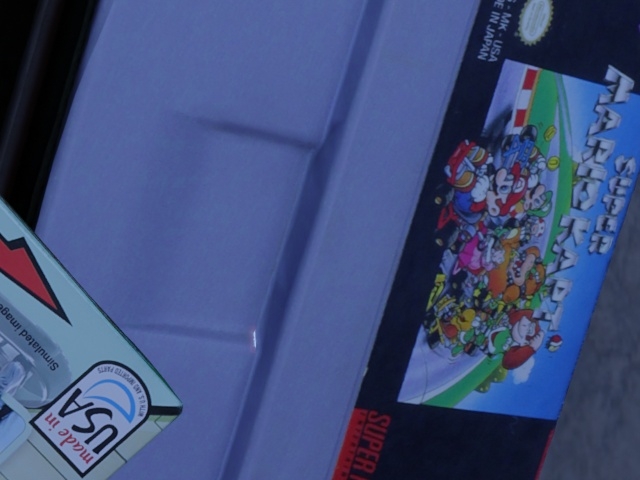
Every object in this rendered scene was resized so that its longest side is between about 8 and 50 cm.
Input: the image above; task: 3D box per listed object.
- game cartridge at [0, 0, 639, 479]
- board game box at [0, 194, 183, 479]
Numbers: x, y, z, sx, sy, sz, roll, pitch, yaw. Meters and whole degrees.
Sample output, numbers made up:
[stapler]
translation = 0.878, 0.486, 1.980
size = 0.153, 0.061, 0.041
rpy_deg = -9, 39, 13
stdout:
[game cartridge]
translation = 0.000, 0.000, 0.642
size = 0.230, 0.068, 0.355
rpy_deg = 11, 101, -34
[board game box]
translation = -0.213, -0.001, 0.481
size = 0.213, 0.046, 0.317
rpy_deg = -42, 113, -5
